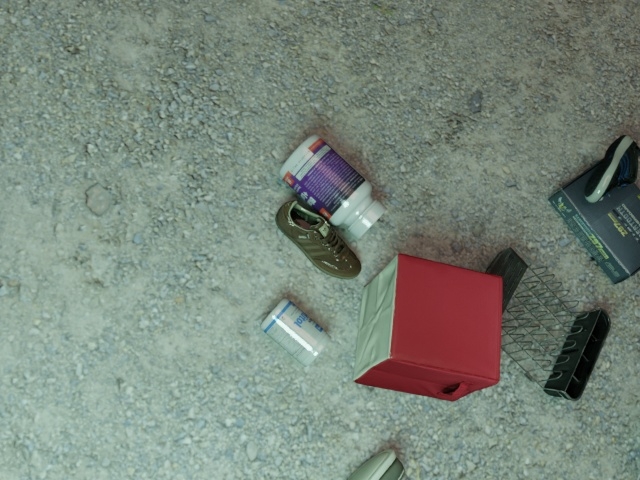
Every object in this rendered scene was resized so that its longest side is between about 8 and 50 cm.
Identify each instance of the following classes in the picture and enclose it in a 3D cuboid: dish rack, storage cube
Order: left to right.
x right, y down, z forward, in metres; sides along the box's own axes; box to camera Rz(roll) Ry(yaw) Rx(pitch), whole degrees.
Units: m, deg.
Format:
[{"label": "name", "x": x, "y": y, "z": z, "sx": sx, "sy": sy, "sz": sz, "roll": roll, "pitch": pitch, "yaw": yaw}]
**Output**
[{"label": "storage cube", "x": 0.182, "y": 0.153, "z": 1.291, "sx": 0.193, "sy": 0.183, "sz": 0.214, "roll": 13, "pitch": 65, "yaw": -13}, {"label": "dish rack", "x": 0.410, "y": 0.147, "z": 1.413, "sx": 0.271, "sy": 0.074, "sz": 0.208, "roll": 44, "pitch": 59, "yaw": -14}]

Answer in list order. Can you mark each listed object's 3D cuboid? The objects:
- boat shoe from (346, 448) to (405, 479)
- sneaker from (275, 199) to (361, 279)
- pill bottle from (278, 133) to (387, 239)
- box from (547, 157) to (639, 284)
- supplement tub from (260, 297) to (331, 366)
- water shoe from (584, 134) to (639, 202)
[{"label": "boat shoe", "x": 0.037, "y": 0.459, "z": 1.156, "sx": 0.091, "sy": 0.109, "sz": 0.305, "roll": 43, "pitch": 67, "yaw": 1}, {"label": "sneaker", "x": 0.000, "y": 0.000, "z": 1.354, "sx": 0.188, "sy": 0.071, "sz": 0.066, "roll": 36, "pitch": 61, "yaw": -1}, {"label": "pill bottle", "x": 0.026, "y": -0.095, "z": 1.384, "sx": 0.193, "sy": 0.108, "sz": 0.108, "roll": 43, "pitch": 61, "yaw": 2}, {"label": "box", "x": 0.624, "y": -0.048, "z": 1.601, "sx": 0.183, "sy": 0.059, "sz": 0.232, "roll": -31, "pitch": 79, "yaw": -27}, {"label": "supplement tub", "x": -0.043, "y": 0.155, "z": 1.275, "sx": 0.107, "sy": 0.071, "sz": 0.071, "roll": 40, "pitch": 61, "yaw": 0}, {"label": "water shoe", "x": 0.625, "y": -0.141, "z": 1.567, "sx": 0.080, "sy": 0.073, "sz": 0.203, "roll": 40, "pitch": 61, "yaw": -1}]
